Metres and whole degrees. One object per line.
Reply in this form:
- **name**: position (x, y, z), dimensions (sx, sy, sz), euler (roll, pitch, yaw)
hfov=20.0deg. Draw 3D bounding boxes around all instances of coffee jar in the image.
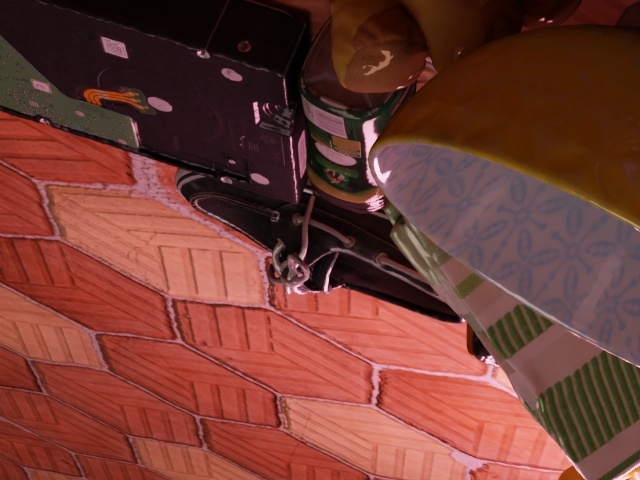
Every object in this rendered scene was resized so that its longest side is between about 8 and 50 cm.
- **coffee jar**: position (0.031, -0.096, 1.408), dimensions (0.079, 0.096, 0.184), euler (23, 159, 12)

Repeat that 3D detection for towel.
- **towel**: position (0.220, 0.019, 1.307), dimensions (0.325, 0.248, 0.038), euler (52, -176, -34)

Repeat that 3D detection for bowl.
- **bowl**: position (0.186, -0.041, 1.028), dimensions (0.289, 0.156, 0.289), euler (29, 169, 6)

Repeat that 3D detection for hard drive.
- **hard drive**: position (-0.170, -0.152, 1.510), dimensions (0.339, 0.064, 0.237), euler (17, 157, 10)

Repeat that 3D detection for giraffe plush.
- **giraffe plush**: position (0.049, -0.217, 1.082), dimensions (0.210, 0.181, 0.170), euler (49, 164, 36)

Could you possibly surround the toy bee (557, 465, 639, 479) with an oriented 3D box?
- **toy bee**: position (0.315, 0.209, 1.710), dimensions (0.195, 0.162, 0.298), euler (-27, 167, 13)

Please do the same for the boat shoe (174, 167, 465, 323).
- **boat shoe**: position (0.001, 0.002, 1.647), dimensions (0.306, 0.105, 0.113), euler (19, 157, 8)

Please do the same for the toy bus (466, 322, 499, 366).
- **toy bus**: position (0.247, 0.035, 1.483), dimensions (0.211, 0.149, 0.220), euler (12, 164, -21)
